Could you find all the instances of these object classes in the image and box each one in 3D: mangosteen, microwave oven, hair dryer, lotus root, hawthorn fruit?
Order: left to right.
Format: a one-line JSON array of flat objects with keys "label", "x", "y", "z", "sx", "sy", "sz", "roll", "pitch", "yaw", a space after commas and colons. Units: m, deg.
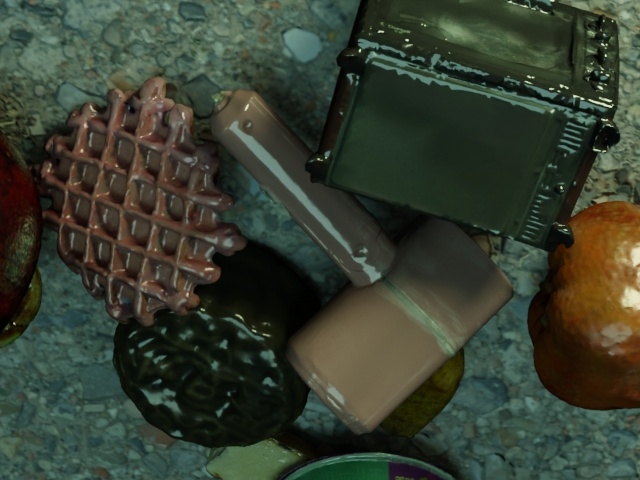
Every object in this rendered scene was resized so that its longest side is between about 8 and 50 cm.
[{"label": "mangosteen", "x": -0.408, "y": 0.001, "z": 1.508, "sx": 0.311, "sy": 0.311, "sz": 0.311, "roll": 5, "pitch": 126, "yaw": 7}, {"label": "hair dryer", "x": 0.000, "y": 0.000, "z": 1.480, "sx": 0.210, "sy": 0.125, "sz": 0.352, "roll": -43, "pitch": 107, "yaw": -1}, {"label": "lotus root", "x": 0.093, "y": 0.155, "z": 1.644, "sx": 0.108, "sy": 0.094, "sz": 0.191, "roll": 37, "pitch": 138, "yaw": 25}, {"label": "microwave oven", "x": 0.131, "y": -0.129, "z": 1.375, "sx": 0.247, "sy": 0.178, "sz": 0.188, "roll": 17, "pitch": 129, "yaw": -3}, {"label": "hawthorn fruit", "x": 0.327, "y": 0.066, "z": 1.479, "sx": 0.243, "sy": 0.207, "sz": 0.207, "roll": 6, "pitch": 126, "yaw": 1}]

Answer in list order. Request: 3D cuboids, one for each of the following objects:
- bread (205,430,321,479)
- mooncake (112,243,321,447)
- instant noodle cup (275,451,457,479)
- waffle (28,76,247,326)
[{"label": "bread", "x": -0.063, "y": 0.254, "z": 1.772, "sx": 0.129, "sy": 0.044, "sz": 0.126, "roll": 28, "pitch": 133, "yaw": -14}, {"label": "mooncake", "x": -0.112, "y": 0.116, "z": 1.630, "sx": 0.228, "sy": 0.124, "sz": 0.228, "roll": 6, "pitch": 127, "yaw": 7}, {"label": "instant noodle cup", "x": 0.053, "y": 0.384, "z": 1.721, "sx": 0.251, "sy": 0.190, "sz": 0.251, "roll": 0, "pitch": 136, "yaw": 0}, {"label": "waffle", "x": -0.182, "y": -0.032, "z": 1.522, "sx": 0.221, "sy": 0.055, "sz": 0.234, "roll": -30, "pitch": 84, "yaw": 27}]
